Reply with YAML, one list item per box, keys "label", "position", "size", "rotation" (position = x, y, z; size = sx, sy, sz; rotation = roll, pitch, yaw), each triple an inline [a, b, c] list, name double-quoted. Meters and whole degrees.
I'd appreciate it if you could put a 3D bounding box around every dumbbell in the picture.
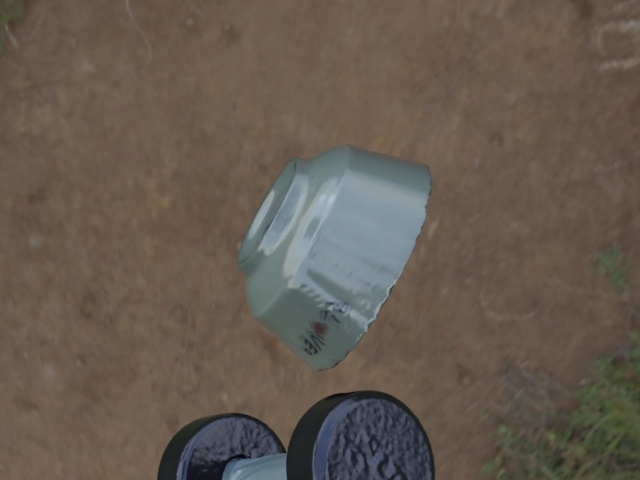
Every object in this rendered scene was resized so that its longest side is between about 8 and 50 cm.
- label: "dumbbell"
  position: [-0.020, 0.157, 1.020]
  size: [0.100, 0.191, 0.100]
  rotation: [9, 75, -37]

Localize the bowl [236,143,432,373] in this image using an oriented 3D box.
- label: "bowl"
  position: [0.000, 0.000, 1.355]
  size: [0.112, 0.211, 0.211]
  rotation: [29, 69, -10]
